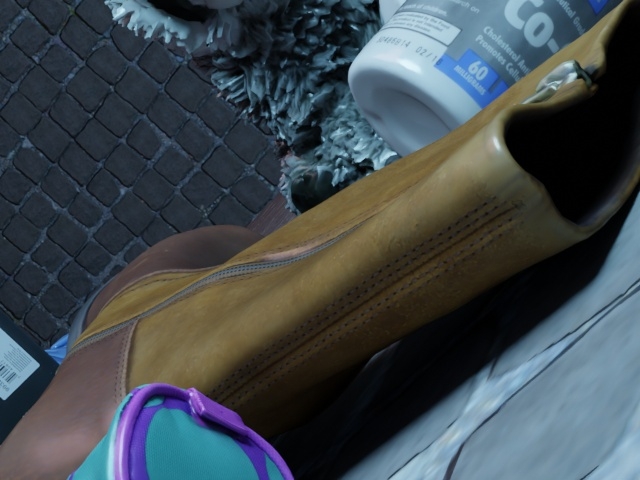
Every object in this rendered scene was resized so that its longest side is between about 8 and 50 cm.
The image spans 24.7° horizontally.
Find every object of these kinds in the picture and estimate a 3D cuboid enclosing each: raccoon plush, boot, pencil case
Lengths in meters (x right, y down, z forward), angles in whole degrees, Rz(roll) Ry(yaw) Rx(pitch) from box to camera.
[{"bbox_3d":[-0.041,-0.167,1.045,0.216,0.299,0.446,-49,4,-5],"label":"raccoon plush"},{"bbox_3d":[0.000,0.000,0.515,0.280,0.096,0.264,-41,-1,30],"label":"boot"},{"bbox_3d":[-0.064,0.102,0.393,0.151,0.064,0.070,-45,18,34],"label":"pencil case"}]

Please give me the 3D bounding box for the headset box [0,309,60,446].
[{"bbox_3d":[-0.242,0.147,0.756,0.293,0.218,0.110,-44,4,40],"label":"headset box"}]

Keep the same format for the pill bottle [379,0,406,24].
[{"bbox_3d":[0.104,-0.184,0.755,0.131,0.131,0.229,-50,-8,-27],"label":"pill bottle"}]

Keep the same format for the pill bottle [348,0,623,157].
[{"bbox_3d":[0.082,-0.096,0.624,0.137,0.078,0.078,-50,4,-17],"label":"pill bottle"}]

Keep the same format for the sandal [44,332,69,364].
[{"bbox_3d":[-0.173,0.109,1.141,0.138,0.126,0.317,-44,5,-6],"label":"sandal"}]
